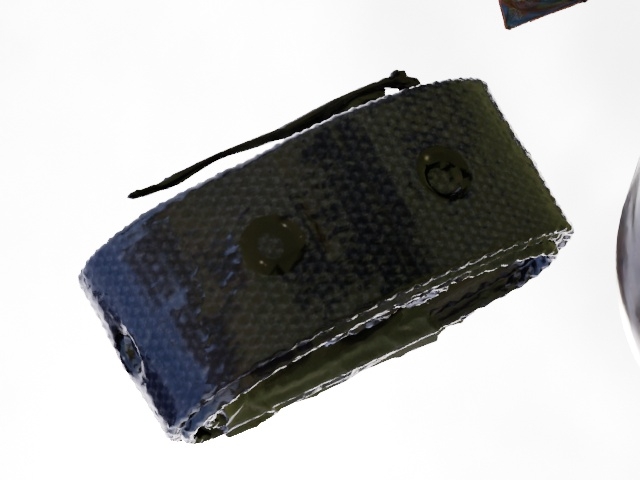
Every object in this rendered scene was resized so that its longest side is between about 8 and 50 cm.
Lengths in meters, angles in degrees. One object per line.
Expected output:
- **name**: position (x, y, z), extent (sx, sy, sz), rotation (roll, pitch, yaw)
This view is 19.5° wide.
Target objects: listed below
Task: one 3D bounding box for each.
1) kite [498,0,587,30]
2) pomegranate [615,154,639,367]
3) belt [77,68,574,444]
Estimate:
- **kite**: position (0.177, -0.227, 1.391), extent (0.159, 0.190, 0.010), rotation (-61, -25, 2)
- **pomegranate**: position (0.197, 0.016, 0.532), extent (0.181, 0.224, 0.181), rotation (-34, -38, -31)
- **belt**: position (0.000, 0.000, 0.910), extent (0.230, 0.139, 0.126), rotation (-26, -104, -19)
